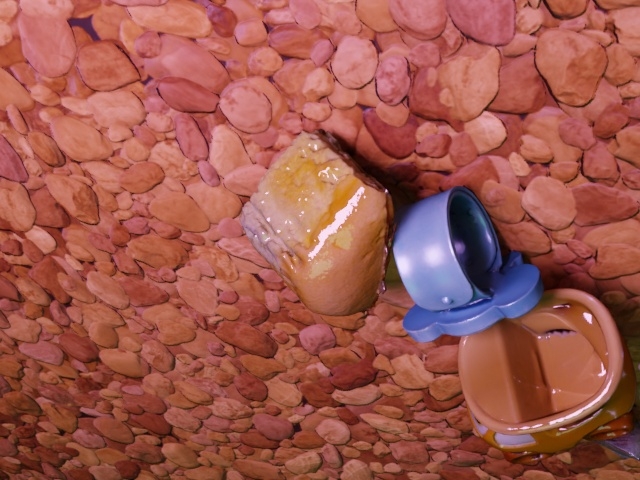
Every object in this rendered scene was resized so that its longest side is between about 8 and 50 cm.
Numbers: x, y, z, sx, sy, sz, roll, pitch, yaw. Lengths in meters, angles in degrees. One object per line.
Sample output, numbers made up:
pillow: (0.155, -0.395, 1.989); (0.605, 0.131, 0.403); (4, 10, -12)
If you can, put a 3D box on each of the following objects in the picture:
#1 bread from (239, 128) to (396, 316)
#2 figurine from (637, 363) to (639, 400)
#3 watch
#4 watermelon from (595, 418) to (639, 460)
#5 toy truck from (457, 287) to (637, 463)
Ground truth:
bread: (0.000, 0.000, 1.160); (0.204, 0.162, 0.262); (43, 146, 35)
figurine: (0.586, 0.170, 1.145); (0.315, 0.206, 0.284); (-44, 147, 21)
watch: (0.186, 0.022, 1.169); (0.210, 0.211, 0.193); (-20, 111, 32)
watermelon: (0.501, 0.334, 1.427); (0.094, 0.081, 0.180); (5, 174, -14)
toy truck: (0.329, 0.199, 1.232); (0.288, 0.204, 0.211); (-24, 149, 30)
